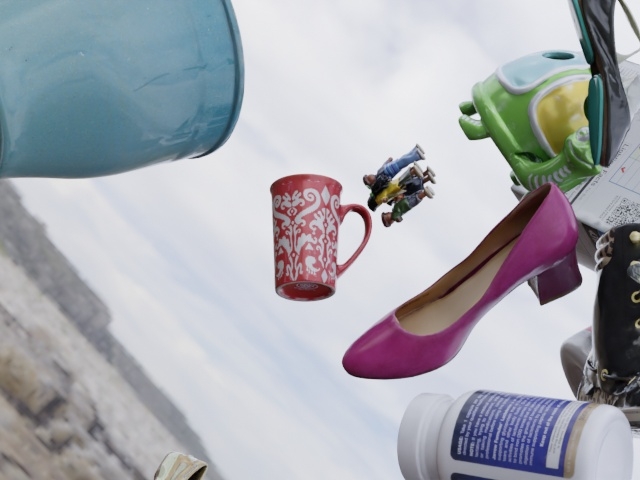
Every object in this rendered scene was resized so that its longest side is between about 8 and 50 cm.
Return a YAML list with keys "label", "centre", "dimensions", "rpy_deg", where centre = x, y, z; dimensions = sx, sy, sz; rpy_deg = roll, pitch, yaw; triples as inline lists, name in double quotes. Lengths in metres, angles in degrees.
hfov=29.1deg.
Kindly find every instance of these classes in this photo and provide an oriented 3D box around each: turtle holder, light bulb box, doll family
- label: "turtle holder"
  centre: [0.367, -0.195, 2.010]
  dimensions: [0.243, 0.227, 0.320]
  rpy_deg: [57, 15, 5]
- label: "light bulb box"
  centre: [0.626, -0.106, 2.324]
  dimensions: [0.361, 0.358, 0.225]
  rpy_deg: [33, -11, 50]
- label: "doll family"
  centre: [0.120, -0.086, 1.969]
  dimensions: [0.076, 0.111, 0.193]
  rpy_deg: [52, 20, -10]

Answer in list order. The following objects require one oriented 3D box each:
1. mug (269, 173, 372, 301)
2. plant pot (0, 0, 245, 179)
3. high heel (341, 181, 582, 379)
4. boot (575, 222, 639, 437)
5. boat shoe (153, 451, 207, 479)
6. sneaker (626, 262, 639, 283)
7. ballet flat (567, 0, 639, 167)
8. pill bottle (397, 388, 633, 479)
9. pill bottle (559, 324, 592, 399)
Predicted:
- label: "mug"
  centre: [-0.005, -0.003, 1.852]
  dimensions: [0.150, 0.169, 0.113]
  rpy_deg: [-6, -24, 15]
- label: "plant pot"
  centre: [-0.260, -0.178, 1.253]
  dimensions: [0.272, 0.255, 0.271]
  rpy_deg: [29, -50, 40]
- label: "high heel"
  centre: [0.184, 0.054, 1.718]
  dimensions: [0.127, 0.377, 0.181]
  rpy_deg: [53, -12, 52]
- label: "boot"
  centre: [0.451, 0.117, 1.624]
  dimensions: [0.138, 0.284, 0.377]
  rpy_deg: [10, -11, -9]
- label: "boat shoe"
  centre: [-0.216, 0.380, 1.750]
  dimensions: [0.072, 0.190, 0.068]
  rpy_deg: [7, -43, 20]
- label: "sneaker"
  centre: [0.430, 0.053, 1.582]
  dimensions: [0.083, 0.031, 0.035]
  rpy_deg: [16, -22, -4]
- label: "ballet flat"
  centre: [0.421, -0.248, 1.769]
  dimensions: [0.095, 0.096, 0.280]
  rpy_deg: [-67, 147, -84]
- label: "pill bottle"
  centre: [0.238, 0.265, 1.530]
  dimensions: [0.265, 0.153, 0.153]
  rpy_deg: [4, -38, 34]
- label: "pill bottle"
  centre: [0.695, 0.205, 2.414]
  dimensions: [0.229, 0.408, 0.229]
  rpy_deg: [61, -7, 13]
